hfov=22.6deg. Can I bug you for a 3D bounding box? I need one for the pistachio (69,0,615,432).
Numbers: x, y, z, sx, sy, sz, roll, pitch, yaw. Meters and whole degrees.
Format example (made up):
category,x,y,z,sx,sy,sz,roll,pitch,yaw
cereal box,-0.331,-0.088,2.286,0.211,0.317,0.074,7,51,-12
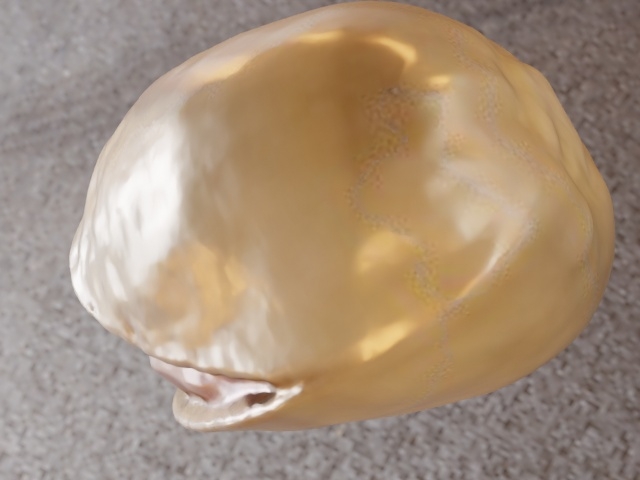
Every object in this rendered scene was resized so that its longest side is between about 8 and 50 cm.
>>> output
category,x,y,z,sx,sy,sz,roll,pitch,yaw
pistachio,0.000,0.000,0.710,0.299,0.187,0.188,-18,51,51
